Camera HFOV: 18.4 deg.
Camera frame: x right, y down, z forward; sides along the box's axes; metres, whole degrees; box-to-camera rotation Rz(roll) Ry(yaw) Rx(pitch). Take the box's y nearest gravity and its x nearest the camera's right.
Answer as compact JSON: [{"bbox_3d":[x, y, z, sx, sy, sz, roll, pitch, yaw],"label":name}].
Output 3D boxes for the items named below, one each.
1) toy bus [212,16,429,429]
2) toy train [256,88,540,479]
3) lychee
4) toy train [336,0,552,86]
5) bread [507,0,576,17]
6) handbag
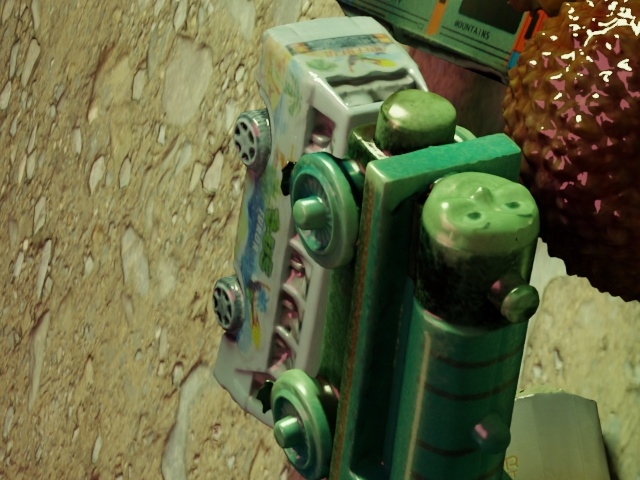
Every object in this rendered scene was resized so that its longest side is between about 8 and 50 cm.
[{"bbox_3d":[0.000,0.000,1.507,0.136,0.109,0.330,47,138,43],"label":"toy bus"},{"bbox_3d":[0.060,0.070,1.137,0.194,0.120,0.298,49,144,45],"label":"toy train"},{"bbox_3d":[0.183,-0.061,1.137,0.188,0.188,0.188,-39,45,53],"label":"lychee"},{"bbox_3d":[0.124,-0.164,1.416,0.409,0.086,0.089,34,108,64],"label":"toy train"},{"bbox_3d":[0.201,-0.249,1.185,0.235,0.099,0.210,-33,18,54],"label":"bread"},{"bbox_3d":[0.131,0.169,1.241,0.117,0.095,0.173,-39,48,49],"label":"handbag"}]
